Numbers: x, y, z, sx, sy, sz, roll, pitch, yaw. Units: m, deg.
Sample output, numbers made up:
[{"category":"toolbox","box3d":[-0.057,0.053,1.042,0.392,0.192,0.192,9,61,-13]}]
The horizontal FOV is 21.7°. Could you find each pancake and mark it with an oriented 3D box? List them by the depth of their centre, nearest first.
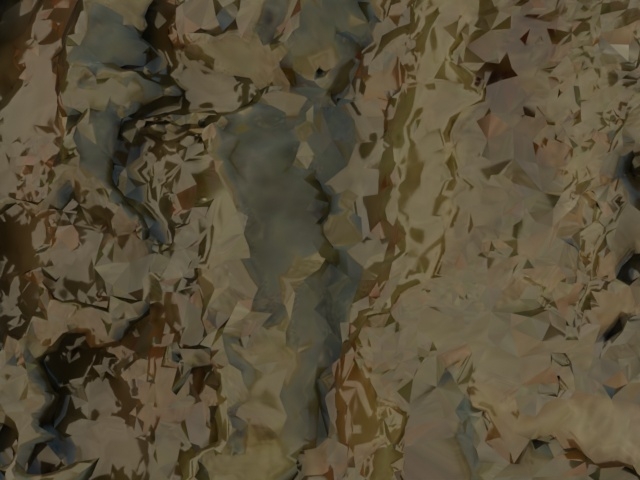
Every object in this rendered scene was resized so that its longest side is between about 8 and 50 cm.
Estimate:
[{"category":"pancake","box3d":[0.007,-0.026,0.475,0.071,0.382,0.382,49,25,-61]}]
